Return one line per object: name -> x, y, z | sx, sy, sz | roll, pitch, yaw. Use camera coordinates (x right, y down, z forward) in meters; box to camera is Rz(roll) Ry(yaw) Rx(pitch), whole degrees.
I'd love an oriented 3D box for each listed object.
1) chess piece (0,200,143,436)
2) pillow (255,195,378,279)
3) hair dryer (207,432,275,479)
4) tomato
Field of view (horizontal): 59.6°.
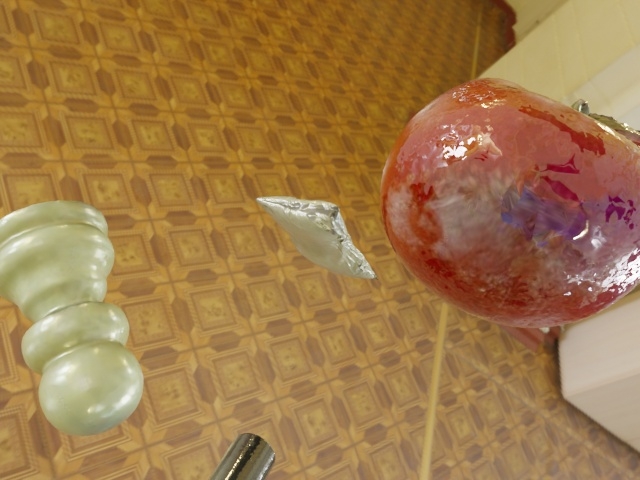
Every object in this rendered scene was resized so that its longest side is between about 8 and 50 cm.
chess piece -> -0.280, 0.095, 0.634 | 0.144, 0.144, 0.251 | -5, 57, -43
pillow -> 0.000, 0.000, 0.908 | 0.050, 0.148, 0.230 | -59, 147, -17
hair dryer -> -0.060, 0.408, 0.803 | 0.248, 0.078, 0.195 | 20, 28, 11
tomato -> 0.216, -0.021, 0.629 | 0.334, 0.290, 0.176 | 29, 24, 13
